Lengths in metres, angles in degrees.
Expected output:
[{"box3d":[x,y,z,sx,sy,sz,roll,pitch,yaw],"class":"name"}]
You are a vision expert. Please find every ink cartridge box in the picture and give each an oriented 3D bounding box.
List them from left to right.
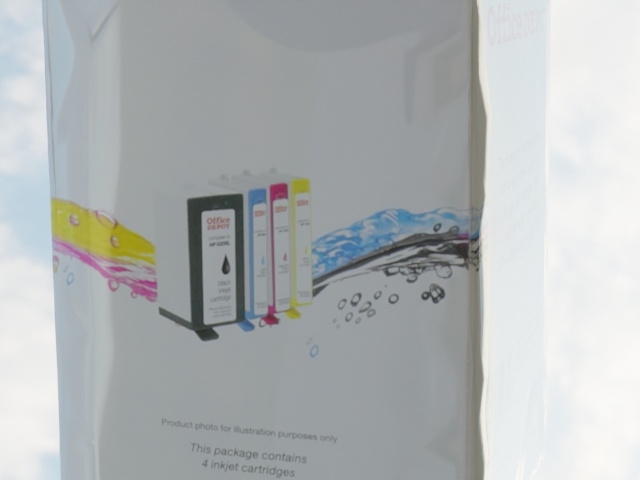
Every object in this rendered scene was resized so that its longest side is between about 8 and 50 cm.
[{"box3d":[0.000,0.000,0.590,0.171,0.168,0.232,-29,-60,-69],"class":"ink cartridge box"}]
